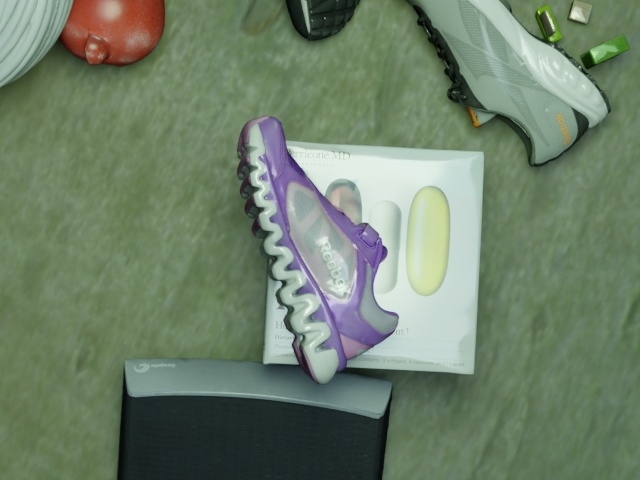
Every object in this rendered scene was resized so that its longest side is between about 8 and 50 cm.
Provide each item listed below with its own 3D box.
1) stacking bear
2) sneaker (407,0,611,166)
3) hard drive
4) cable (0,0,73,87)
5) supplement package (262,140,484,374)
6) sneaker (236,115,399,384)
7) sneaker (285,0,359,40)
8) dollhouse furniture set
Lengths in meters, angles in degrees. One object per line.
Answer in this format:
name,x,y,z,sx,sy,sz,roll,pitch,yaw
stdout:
stacking bear,-0.190,-0.307,1.605,0.164,0.175,0.289,9,98,6
sneaker,0.147,-0.180,1.636,0.271,0.100,0.108,41,93,-1
hard drive,-0.065,0.200,1.615,0.254,0.054,0.172,5,109,-2
cable,-0.332,-0.258,1.565,0.257,0.089,0.257,11,106,29
supplement package,0.048,0.016,1.599,0.194,0.149,0.203,2,89,-1
sneaker,0.000,0.000,1.484,0.104,0.095,0.236,-20,93,-6
sneaker,-0.032,-0.335,1.646,0.124,0.107,0.283,6,108,38
dollhouse furniture set,0.242,-0.241,1.658,0.076,0.058,0.152,-23,89,-3
